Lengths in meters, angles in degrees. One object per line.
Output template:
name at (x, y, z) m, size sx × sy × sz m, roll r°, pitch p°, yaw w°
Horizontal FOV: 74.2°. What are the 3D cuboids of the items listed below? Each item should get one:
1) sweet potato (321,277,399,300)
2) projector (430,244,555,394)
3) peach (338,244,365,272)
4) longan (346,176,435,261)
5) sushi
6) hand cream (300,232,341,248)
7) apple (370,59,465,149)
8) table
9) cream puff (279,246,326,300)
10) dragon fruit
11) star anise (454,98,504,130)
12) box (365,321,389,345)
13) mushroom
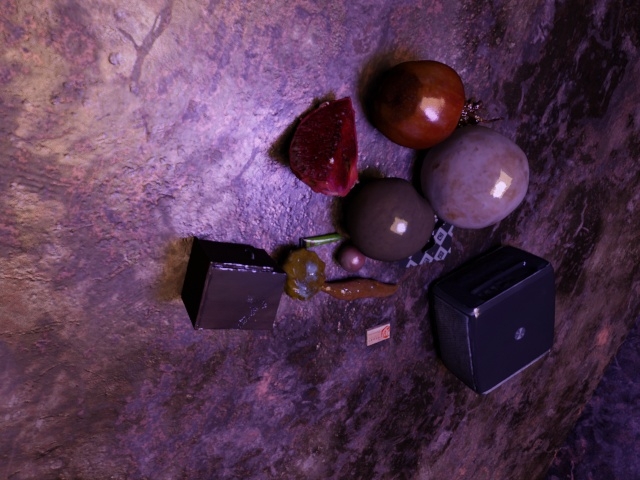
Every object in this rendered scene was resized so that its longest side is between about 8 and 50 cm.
sweet potato at (0.133, 0.146, 1.305) m, size 0.314 × 0.066 × 0.072 m, roll 0°, pitch 150°, yaw -31°
projector at (0.622, 0.274, 1.529) m, size 0.394 × 0.242 × 0.406 m, roll -25°, pitch 119°, yaw -16°
peach at (0.092, 0.051, 1.234) m, size 0.083 × 0.083 × 0.083 m, roll -11°, pitch 115°, yaw -25°
longan at (0.195, -0.058, 1.161) m, size 0.248 × 0.248 × 0.249 m, roll -11°, pitch 115°, yaw -25°
sushi at (0.328, -0.036, 1.352) m, size 0.231 × 0.047 × 0.220 m, roll -9°, pitch 110°, yaw -31°
hand cream at (0.000, 0.000, 1.196) m, size 0.121 × 0.023 × 0.036 m, roll -11°, pitch 119°, yaw -21°
apple at (0.242, -0.348, 1.071) m, size 0.229 × 0.230 × 0.230 m, roll -11°, pitch 115°, yaw -25°
table at (-0.212, 0.102, 1.031) m, size 0.193 × 0.169 × 0.173 m, roll 9°, pitch 105°, yaw -31°
cream puff at (-0.059, 0.095, 1.157) m, size 0.146 × 0.116 × 0.146 m, roll 8°, pitch 76°, yaw -35°
dragon fruit at (0.018, -0.192, 1.058) m, size 0.211 × 0.134 × 0.262 m, roll 54°, pitch 44°, yaw -48°
star anise at (0.458, -0.373, 1.263) m, size 0.190 × 0.070 × 0.098 m, roll -4°, pitch 102°, yaw -15°
box at (0.195, 0.318, 1.441) m, size 0.093 × 0.015 × 0.058 m, roll -13°, pitch 114°, yaw -23°
mushroom at (0.448, -0.185, 1.251) m, size 0.290 × 0.297 × 0.298 m, roll -22°, pitch 130°, yaw -67°
